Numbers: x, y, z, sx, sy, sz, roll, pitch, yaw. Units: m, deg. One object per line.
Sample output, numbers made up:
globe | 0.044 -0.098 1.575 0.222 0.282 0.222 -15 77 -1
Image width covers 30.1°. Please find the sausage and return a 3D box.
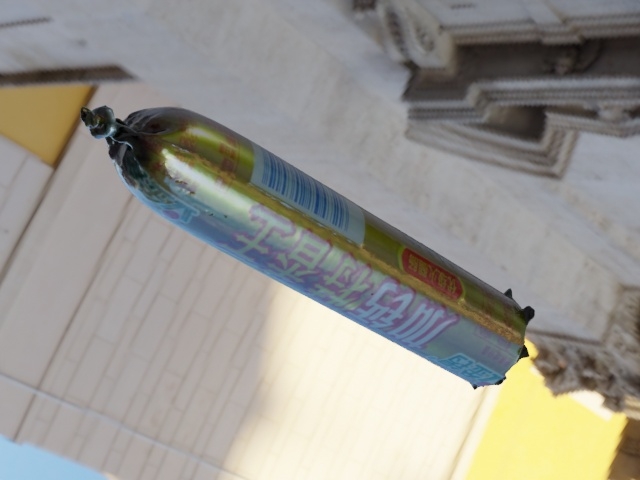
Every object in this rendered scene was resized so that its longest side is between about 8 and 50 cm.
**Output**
sausage | 0.000 0.000 0.779 0.082 0.371 0.082 -30 -135 36
